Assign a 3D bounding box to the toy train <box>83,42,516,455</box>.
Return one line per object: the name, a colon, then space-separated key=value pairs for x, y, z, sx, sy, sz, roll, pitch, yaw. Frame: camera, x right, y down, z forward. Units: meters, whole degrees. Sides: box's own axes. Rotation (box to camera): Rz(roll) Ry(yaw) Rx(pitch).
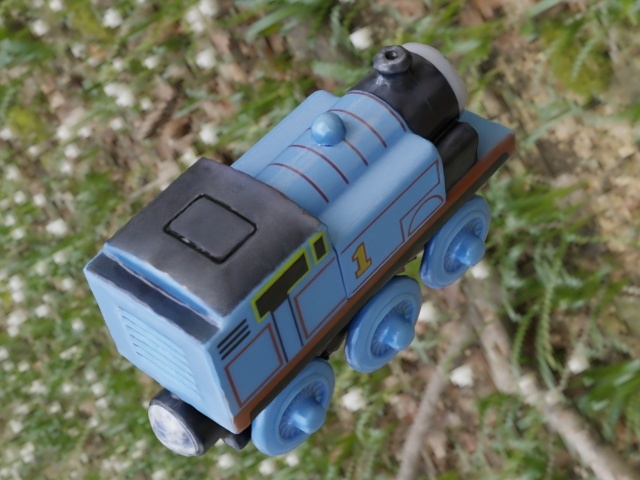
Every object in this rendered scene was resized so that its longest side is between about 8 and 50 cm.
toy train: x=0.000 y=0.000 z=0.494 sx=0.080 sy=0.184 sz=0.105 roll=31 pitch=152 yaw=30
